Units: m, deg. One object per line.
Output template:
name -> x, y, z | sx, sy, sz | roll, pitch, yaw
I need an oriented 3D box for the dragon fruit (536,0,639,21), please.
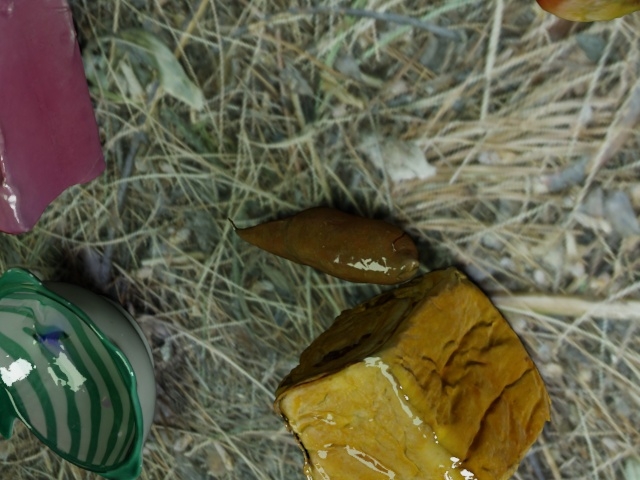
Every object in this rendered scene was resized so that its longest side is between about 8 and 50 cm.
dragon fruit -> 0.208, -0.244, 0.830 | 0.263, 0.314, 0.296 | 25, 164, -20

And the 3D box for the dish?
dish -> -0.223, 0.114, 1.604 | 0.246, 0.078, 0.224 | -17, 106, 47

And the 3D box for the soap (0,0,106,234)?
soap -> -0.367, -0.159, 1.503 | 0.359, 0.128, 0.233 | 15, 129, 36

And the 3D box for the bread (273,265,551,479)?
bread -> 0.064, 0.121, 1.294 | 0.158, 0.149, 0.143 | -18, 109, 48

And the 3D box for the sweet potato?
sweet potato -> 0.000, 0.000, 1.340 | 0.195, 0.056, 0.056 | 12, 126, 43
